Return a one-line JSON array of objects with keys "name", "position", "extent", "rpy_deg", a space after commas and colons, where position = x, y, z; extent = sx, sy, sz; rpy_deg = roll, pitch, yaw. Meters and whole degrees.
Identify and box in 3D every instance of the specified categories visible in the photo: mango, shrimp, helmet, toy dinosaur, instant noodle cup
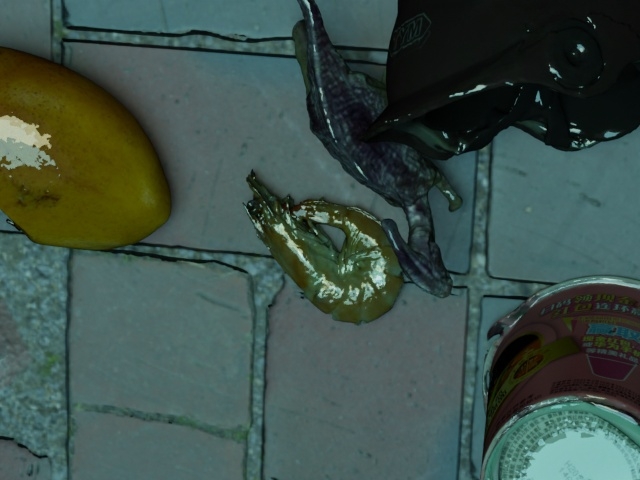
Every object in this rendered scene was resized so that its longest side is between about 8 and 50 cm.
[{"name": "mango", "position": [-0.248, -0.079, 1.714], "extent": [0.252, 0.126, 0.154], "rpy_deg": [31, 90, -6]}, {"name": "shrimp", "position": [0.000, 0.000, 1.725], "extent": [0.180, 0.041, 0.099], "rpy_deg": [43, 108, -1]}, {"name": "helmet", "position": [0.167, -0.171, 1.531], "extent": [0.225, 0.305, 0.177], "rpy_deg": [-16, 77, 58]}, {"name": "toy dinosaur", "position": [0.048, -0.091, 1.624], "extent": [0.077, 0.162, 0.294], "rpy_deg": [-35, 95, 19]}, {"name": "instant noodle cup", "position": [0.235, 0.169, 1.608], "extent": [0.244, 0.255, 0.244], "rpy_deg": [3, 104, 13]}]
